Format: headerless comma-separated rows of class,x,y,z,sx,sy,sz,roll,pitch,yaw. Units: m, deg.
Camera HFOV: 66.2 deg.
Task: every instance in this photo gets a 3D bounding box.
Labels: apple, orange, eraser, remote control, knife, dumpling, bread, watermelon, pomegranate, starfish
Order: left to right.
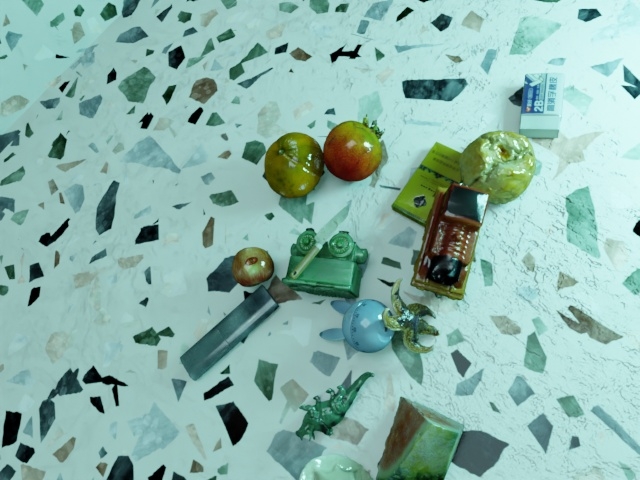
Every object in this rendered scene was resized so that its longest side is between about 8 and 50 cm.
remote control,-0.310,0.312,1.665,0.377,0.044,0.107,-42,58,-1
apple,-0.230,0.087,1.671,0.146,0.146,0.131,-18,79,11
orange,-0.098,-0.271,1.745,0.239,0.171,0.240,-9,69,25
knife,-0.001,-0.001,1.534,0.047,0.017,0.298,38,85,32
dumpling,0.065,0.686,1.360,0.215,0.126,0.167,6,44,30
pomegranate,0.116,-0.314,1.681,0.210,0.210,0.235,42,94,27
starfish,0.254,0.222,1.422,0.071,0.238,0.216,-25,68,40
watermelon,0.259,0.540,1.313,0.193,0.231,0.311,21,122,22
bread,0.556,-0.235,1.524,0.244,0.134,0.245,-1,73,4
eraser,0.721,-0.440,1.601,0.124,0.068,0.210,7,73,20

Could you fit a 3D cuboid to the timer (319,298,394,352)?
timer,0.124,0.263,1.500,0.175,0.255,0.176,5,77,-21

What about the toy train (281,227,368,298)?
toy train,0.018,0.074,1.593,0.265,0.145,0.202,5,73,20

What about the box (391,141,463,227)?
box,0.375,-0.185,1.631,0.153,0.041,0.279,32,82,25

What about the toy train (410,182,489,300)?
toy train,0.387,-0.016,1.438,0.163,0.232,0.370,16,76,8

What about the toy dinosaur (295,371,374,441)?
toy dinosaur,0.033,0.479,1.466,0.120,0.079,0.292,37,87,21
